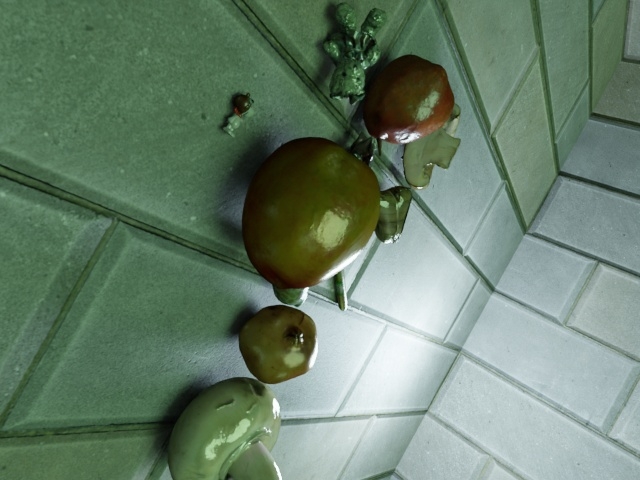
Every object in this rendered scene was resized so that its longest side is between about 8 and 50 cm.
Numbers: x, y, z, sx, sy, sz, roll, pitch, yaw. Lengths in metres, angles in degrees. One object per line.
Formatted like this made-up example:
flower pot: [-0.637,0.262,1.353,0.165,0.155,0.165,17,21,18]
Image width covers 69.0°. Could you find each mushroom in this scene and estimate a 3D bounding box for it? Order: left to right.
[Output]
mushroom: [-0.237,0.536,1.195,0.315,0.315,0.356,9,71,-55]
mushroom: [0.353,-0.287,1.476,0.285,0.156,0.151,-63,165,1]

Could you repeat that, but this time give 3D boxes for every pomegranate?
pomegranate: [-0.110,0.271,1.210,0.209,0.209,0.209,-32,136,-36]

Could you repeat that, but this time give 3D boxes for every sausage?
sausage: [0.063,0.138,1.485,0.033,0.033,0.269,-39,140,-30]

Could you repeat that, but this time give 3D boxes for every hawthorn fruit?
hawthorn fruit: [0.207,-0.335,1.189,0.262,0.210,0.210,-50,145,-5]

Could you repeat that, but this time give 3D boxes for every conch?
conch: [-0.080,0.109,1.219,0.173,0.106,0.116,96,-1,-61]

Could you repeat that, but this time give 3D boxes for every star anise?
star anise: [0.087,-0.167,1.208,0.209,0.089,0.231,-53,161,-69]

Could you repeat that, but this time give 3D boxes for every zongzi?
zongzi: [0.185,-0.075,1.444,0.197,0.099,0.194,-11,123,-36]

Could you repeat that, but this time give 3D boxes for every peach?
peach: [-0.026,-0.051,1.000,0.332,0.308,0.308,-63,146,-7]

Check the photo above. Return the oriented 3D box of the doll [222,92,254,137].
doll: [-0.163,-0.248,0.915,0.085,0.040,0.058,-48,154,-20]

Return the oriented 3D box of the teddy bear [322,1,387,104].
teddy bear: [0.064,-0.409,1.041,0.133,0.111,0.213,9,99,-11]
